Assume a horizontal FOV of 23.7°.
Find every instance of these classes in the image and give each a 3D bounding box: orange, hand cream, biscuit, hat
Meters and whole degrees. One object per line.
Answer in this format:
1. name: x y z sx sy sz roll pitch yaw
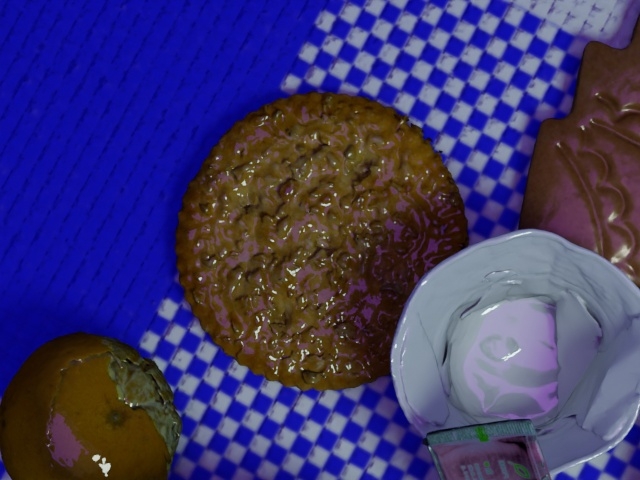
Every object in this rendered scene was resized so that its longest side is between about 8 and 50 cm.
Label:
1. orange: -0.187 0.152 1.231 0.156 0.134 0.157 11 72 -35
2. hand cream: 0.157 0.252 1.158 0.079 0.050 0.275 -21 112 -1
3. biscuit: 0.000 0.000 1.273 0.254 0.035 0.254 0 84 5
4. biscuit: 0.292 -0.069 1.251 0.306 0.043 0.284 -34 82 0
5. hat: 0.158 0.092 1.203 0.203 0.126 0.203 -1 84 5
